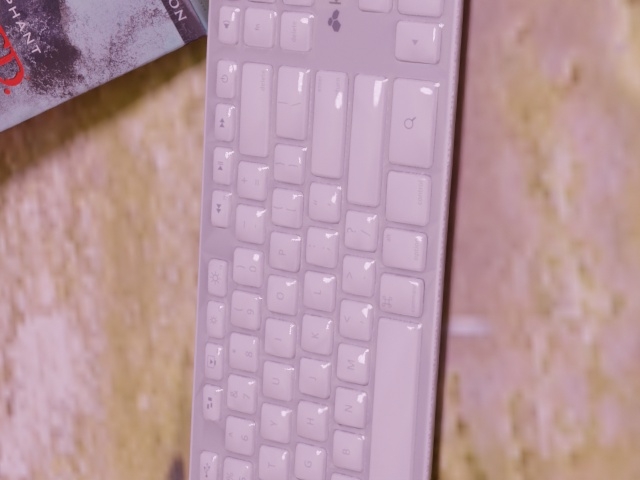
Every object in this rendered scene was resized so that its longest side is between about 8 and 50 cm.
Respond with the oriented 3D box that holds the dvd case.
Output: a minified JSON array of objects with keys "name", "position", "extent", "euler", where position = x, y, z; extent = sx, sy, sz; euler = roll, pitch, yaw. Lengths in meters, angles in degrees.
[{"name":"dvd case","position":[-0.095,-0.071,0.490],"extent":[0.119,0.013,0.087],"euler":[-21,105,25]}]

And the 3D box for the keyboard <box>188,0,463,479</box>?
[{"name":"keyboard","position":[0.000,0.000,0.457],"extent":[0.072,0.014,0.256],"euler":[11,103,38]}]
